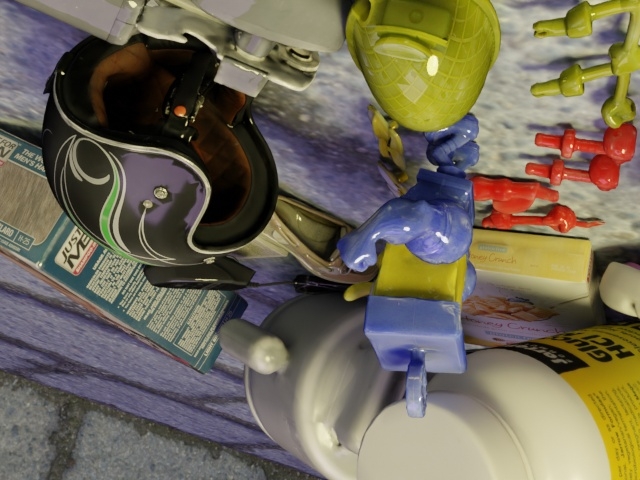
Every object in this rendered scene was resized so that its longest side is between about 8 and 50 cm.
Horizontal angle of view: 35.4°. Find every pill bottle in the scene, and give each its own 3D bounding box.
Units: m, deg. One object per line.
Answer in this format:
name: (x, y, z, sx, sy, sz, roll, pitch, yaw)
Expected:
pill bottle: (0.196, 0.174, 0.836, 0.334, 0.188, 0.188, -4, 178, -43)

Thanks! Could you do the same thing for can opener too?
can opener: (-0.116, -0.172, 0.594, 0.283, 0.076, 0.095, 22, 128, -18)

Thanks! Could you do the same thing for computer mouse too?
computer mouse: (-0.058, 0.030, 1.013, 0.242, 0.041, 0.071, 4, 169, -23)

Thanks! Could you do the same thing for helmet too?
helmet: (-0.115, -0.061, 0.731, 0.169, 0.169, 0.161, 12, 145, 7)

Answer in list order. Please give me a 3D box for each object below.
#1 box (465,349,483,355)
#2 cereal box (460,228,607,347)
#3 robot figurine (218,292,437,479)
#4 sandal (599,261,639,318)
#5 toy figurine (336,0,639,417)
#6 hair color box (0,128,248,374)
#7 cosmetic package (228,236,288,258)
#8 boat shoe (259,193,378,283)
box: (0.297, 0.202, 1.265, 0.169, 0.087, 0.290, 26, 159, -28)
cereal box: (0.190, 0.056, 0.997, 0.173, 0.047, 0.240, 6, 159, 23)
robot figurine: (0.031, 0.161, 1.124, 0.300, 0.200, 0.353, 29, 172, -18)
sandal: (0.403, 0.056, 0.751, 0.416, 0.102, 0.169, 16, -177, 40)
toy figurine: (0.101, 0.012, 0.676, 0.191, 0.217, 0.362, 10, 162, 12)
hair color box: (-0.232, 0.019, 1.064, 0.174, 0.105, 0.347, 23, 166, 29)
cosmetic package: (-0.088, -0.010, 1.031, 0.115, 0.041, 0.060, -3, 155, 42)
boat shoe: (0.000, -0.002, 0.971, 0.153, 0.056, 0.048, 32, 160, -23)
